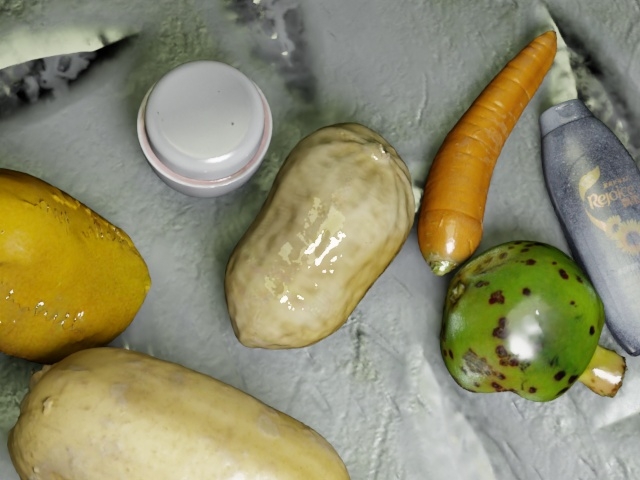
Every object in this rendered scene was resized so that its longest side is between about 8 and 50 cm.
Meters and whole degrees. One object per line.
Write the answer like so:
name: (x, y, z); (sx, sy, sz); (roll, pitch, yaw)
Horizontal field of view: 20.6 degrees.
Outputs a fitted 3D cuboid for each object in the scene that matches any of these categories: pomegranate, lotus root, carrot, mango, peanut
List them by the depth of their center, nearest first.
lotus root: (-0.088, 0.193, 1.422); (0.343, 0.169, 0.151); (23, 79, 3)
mango: (-0.247, 0.017, 1.450); (0.249, 0.156, 0.151); (20, 53, -41)
pomegranate: (0.188, 0.070, 1.501); (0.169, 0.122, 0.143); (20, 44, 6)
peanut: (0.000, 0.000, 1.510); (0.129, 0.129, 0.224); (28, 75, 5)
carrot: (0.142, -0.085, 1.581); (0.062, 0.066, 0.271); (34, 61, -22)

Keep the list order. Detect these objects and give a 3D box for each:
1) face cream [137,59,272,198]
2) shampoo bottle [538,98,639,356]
face cream: (-0.101, -0.095, 1.545); (0.117, 0.104, 0.117); (1, 72, -4)
shampoo bottle: (0.260, -0.015, 1.568); (0.087, 0.049, 0.233); (-19, 75, -11)
